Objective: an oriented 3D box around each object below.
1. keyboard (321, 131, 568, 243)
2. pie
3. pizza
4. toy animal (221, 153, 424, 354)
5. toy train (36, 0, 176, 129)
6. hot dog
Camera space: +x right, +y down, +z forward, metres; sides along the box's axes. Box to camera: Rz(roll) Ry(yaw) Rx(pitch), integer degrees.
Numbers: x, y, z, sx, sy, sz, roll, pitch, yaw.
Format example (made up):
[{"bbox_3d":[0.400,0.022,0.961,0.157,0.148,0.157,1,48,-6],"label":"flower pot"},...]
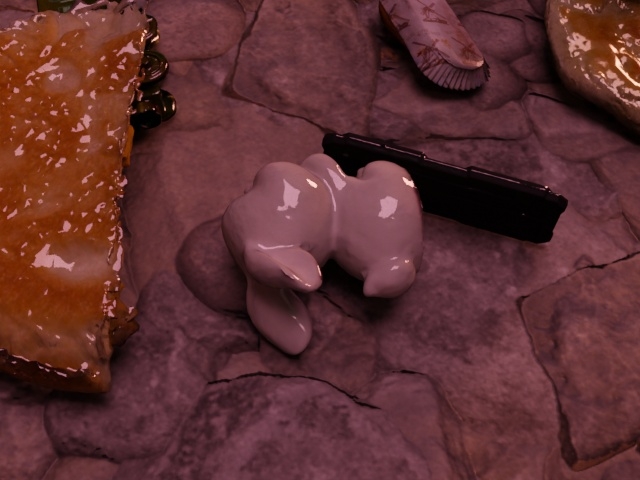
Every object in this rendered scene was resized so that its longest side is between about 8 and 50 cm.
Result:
[{"bbox_3d":[0.127,-0.056,1.102,0.262,0.106,0.016,16,63,6],"label":"keyboard"},{"bbox_3d":[0.437,-0.250,1.303,0.338,0.075,0.337,4,52,-5],"label":"pie"},{"bbox_3d":[-0.369,-0.055,1.039,0.392,0.080,0.434,-1,63,2],"label":"pizza"},{"bbox_3d":[0.007,0.002,1.034,0.193,0.127,0.178,-13,57,-19],"label":"toy animal"},{"bbox_3d":[-0.248,-0.212,1.197,0.137,0.090,0.225,-13,56,-6],"label":"toy train"},{"bbox_3d":[0.138,-0.257,1.288,0.108,0.059,0.191,-4,48,-26],"label":"hot dog"}]
